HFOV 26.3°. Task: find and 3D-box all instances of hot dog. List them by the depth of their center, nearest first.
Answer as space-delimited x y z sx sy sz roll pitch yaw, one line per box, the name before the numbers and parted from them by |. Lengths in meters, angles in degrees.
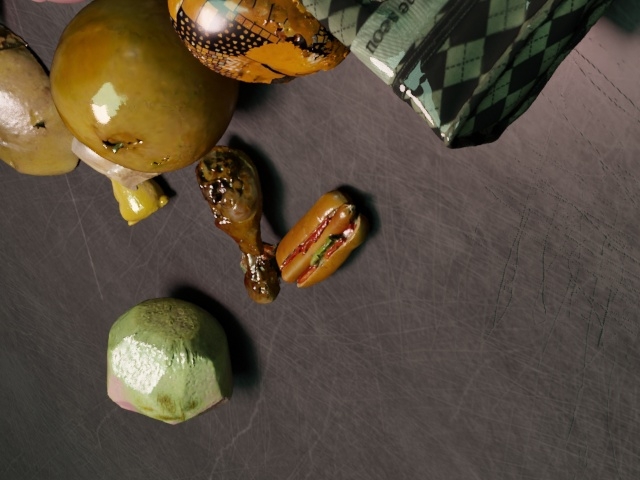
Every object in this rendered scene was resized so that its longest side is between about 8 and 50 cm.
hot dog | 0.000 0.000 1.941 0.092 0.062 0.235 50 145 8

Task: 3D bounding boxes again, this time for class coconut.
coconut | -0.257 0.212 2.316 0.204 0.236 0.236 -113 14 -48

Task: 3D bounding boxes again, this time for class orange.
orange | -0.064 -0.282 1.611 0.234 0.234 0.182 5 89 47

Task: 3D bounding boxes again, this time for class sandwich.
sandwich | -0.091 0.036 2.111 0.101 0.026 0.069 8 128 47

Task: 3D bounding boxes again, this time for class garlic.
garlic | -0.295 -0.157 2.099 0.174 0.099 0.124 -30 129 29

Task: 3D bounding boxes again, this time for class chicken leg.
chicken leg | -0.113 -0.023 2.018 0.107 0.087 0.251 -115 7 -68

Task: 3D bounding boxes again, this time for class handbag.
handbag | 0.103 -0.341 1.368 0.416 0.180 0.316 46 120 15

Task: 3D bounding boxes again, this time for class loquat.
loquat | -0.233 -0.220 1.865 0.263 0.263 0.263 30 141 28

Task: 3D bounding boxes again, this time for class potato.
potato | -0.535 -0.222 2.321 0.239 0.116 0.299 -15 111 49

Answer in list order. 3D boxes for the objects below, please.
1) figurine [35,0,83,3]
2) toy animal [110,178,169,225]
figurine | -0.355 -0.408 1.889 0.173 0.173 0.173 30 141 28
toy animal | -0.314 -0.110 2.197 0.083 0.070 0.159 -29 99 38
